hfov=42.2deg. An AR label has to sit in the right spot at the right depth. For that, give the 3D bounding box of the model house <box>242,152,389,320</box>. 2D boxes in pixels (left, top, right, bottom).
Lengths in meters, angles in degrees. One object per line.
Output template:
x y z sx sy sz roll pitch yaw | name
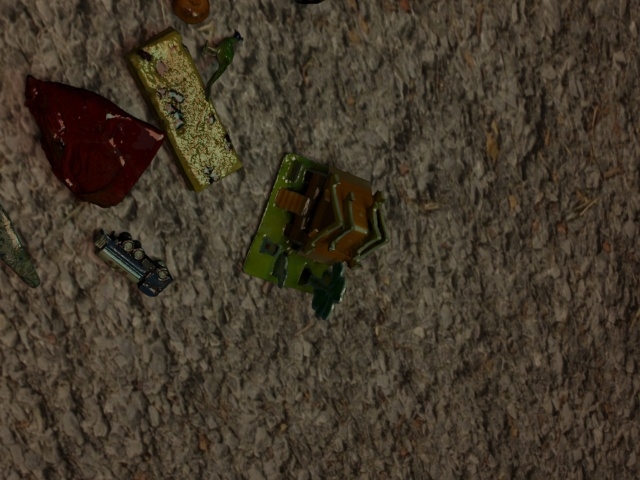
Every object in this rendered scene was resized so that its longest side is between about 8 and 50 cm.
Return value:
0.000 0.000 2.006 0.242 0.313 0.358 21 94 -24 | model house

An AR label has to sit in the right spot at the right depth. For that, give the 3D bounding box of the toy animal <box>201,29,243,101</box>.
-0.247 -0.415 1.912 0.075 0.041 0.217 32 57 -15 | toy animal

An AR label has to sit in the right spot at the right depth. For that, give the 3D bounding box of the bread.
-0.315 -0.299 1.920 0.138 0.077 0.361 -31 113 -16 | bread

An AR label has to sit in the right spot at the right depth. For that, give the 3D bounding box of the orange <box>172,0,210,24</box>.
-0.295 -0.528 1.883 0.086 0.062 0.086 7 71 -22 | orange

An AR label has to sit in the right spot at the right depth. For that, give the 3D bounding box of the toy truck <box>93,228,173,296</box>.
-0.443 0.050 1.948 0.088 0.074 0.201 -48 116 -2 | toy truck

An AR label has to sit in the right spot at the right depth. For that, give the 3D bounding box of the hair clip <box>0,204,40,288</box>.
-0.691 0.014 1.848 0.066 0.036 0.229 -28 112 -9 | hair clip

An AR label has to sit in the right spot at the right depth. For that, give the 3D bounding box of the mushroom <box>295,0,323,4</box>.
-0.073 -0.706 1.918 0.333 0.107 0.087 65 30 -21 | mushroom

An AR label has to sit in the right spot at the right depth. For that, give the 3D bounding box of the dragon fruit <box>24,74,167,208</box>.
-0.515 -0.239 1.821 0.330 0.240 0.302 38 114 -6 | dragon fruit
